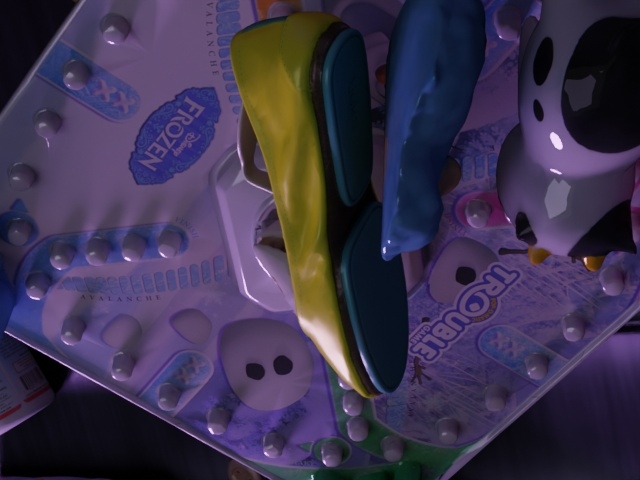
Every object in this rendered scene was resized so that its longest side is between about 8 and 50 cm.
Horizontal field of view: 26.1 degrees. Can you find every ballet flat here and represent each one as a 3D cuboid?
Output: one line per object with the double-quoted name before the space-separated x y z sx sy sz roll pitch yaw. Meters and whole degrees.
"ballet flat" -0.003 -0.017 0.751 0.077 0.077 0.231 6 125 25

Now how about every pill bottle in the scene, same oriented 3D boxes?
"pill bottle" -0.315 0.097 1.247 0.087 0.087 0.160 -28 93 41

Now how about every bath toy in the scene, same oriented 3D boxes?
"bath toy" 0.206 -0.043 0.683 0.348 0.129 0.151 3 156 0

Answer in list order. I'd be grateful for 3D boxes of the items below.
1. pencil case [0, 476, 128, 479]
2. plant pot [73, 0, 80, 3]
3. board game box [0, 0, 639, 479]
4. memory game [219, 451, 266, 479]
"pencil case" -0.243 0.278 1.263 0.273 0.113 0.124 -9 125 39
"plant pot" -0.136 -0.287 0.847 0.239 0.254 0.254 36 129 37
"board game box" 0.000 0.000 0.829 0.390 0.050 0.390 32 120 -18
"memory game" -0.022 0.159 1.110 0.186 0.012 0.186 16 120 30
